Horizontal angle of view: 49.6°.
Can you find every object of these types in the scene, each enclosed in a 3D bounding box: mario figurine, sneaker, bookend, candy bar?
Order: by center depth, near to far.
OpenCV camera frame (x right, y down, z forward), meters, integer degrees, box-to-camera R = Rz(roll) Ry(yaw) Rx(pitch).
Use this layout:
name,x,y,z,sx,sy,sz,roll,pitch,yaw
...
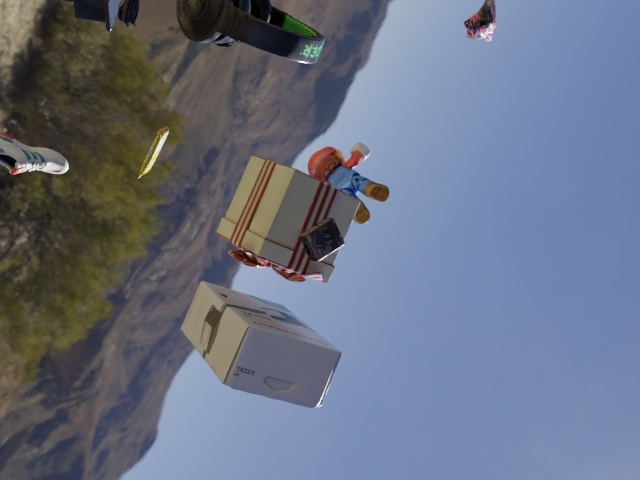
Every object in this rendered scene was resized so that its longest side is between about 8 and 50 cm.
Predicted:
name,x,y,z,sx,sy,sz,roll,pitch,yaw
sneaker,0.300,-0.413,1.308,0.119,0.057,0.047,67,26,-75
sneaker,-0.579,-0.152,1.362,0.057,0.161,0.075,-39,-135,33
bookend,-0.519,-0.537,1.509,0.072,0.156,0.157,103,-9,-46
candy bar,-0.390,-0.204,1.616,0.161,0.018,0.040,-52,-177,40
mario figurine,0.088,-0.169,2.056,0.198,0.170,0.320,-21,-141,-17

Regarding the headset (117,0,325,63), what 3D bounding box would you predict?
name,x,y,z,sx,sy,sz,roll,pitch,yaw
headset,-0.189,-0.411,1.294,0.185,0.394,0.243,-64,174,22

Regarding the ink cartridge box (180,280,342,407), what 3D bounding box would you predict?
name,x,y,z,sx,sy,sz,roll,pitch,yaw
ink cartridge box,-0.131,0.210,1.446,0.307,0.223,0.128,28,-84,61

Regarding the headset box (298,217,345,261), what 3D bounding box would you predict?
name,x,y,z,sx,sy,sz,roll,pitch,yaw
headset box,0.000,0.000,1.412,0.083,0.062,0.032,-32,-164,-27

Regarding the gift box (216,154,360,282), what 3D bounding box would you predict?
name,x,y,z,sx,sy,sz,roll,pitch,yaw
gift box,-0.084,-0.039,1.690,0.276,0.255,0.258,27,-86,58
